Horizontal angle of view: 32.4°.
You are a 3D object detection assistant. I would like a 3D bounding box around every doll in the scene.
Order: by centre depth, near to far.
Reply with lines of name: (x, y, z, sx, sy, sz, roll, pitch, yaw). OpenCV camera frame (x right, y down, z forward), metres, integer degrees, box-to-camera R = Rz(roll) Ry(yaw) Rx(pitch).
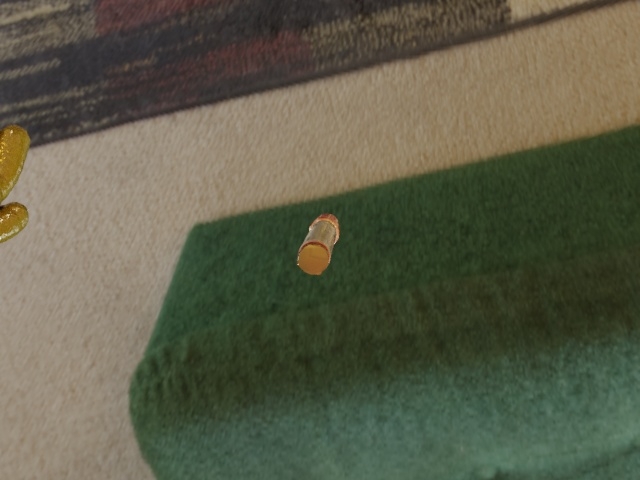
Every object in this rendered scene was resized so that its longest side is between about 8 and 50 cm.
doll: (-0.364, -0.031, 1.106, 0.097, 0.210, 0.137, 12, 163, 26)

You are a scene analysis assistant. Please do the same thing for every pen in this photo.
pen: (0.000, 0.000, 0.950, 0.028, 0.239, 0.028, 0, 97, 3)
